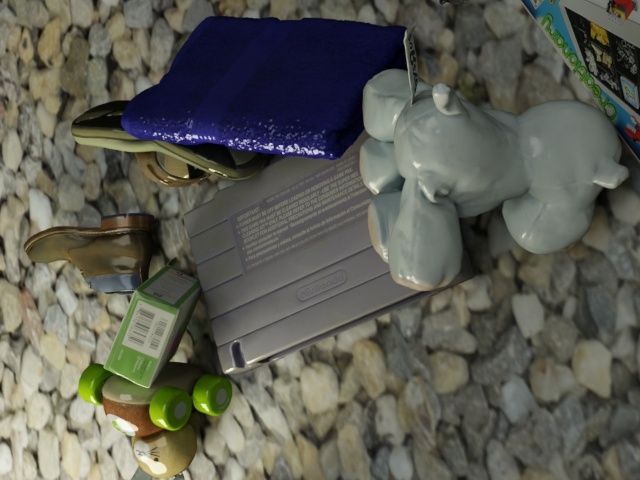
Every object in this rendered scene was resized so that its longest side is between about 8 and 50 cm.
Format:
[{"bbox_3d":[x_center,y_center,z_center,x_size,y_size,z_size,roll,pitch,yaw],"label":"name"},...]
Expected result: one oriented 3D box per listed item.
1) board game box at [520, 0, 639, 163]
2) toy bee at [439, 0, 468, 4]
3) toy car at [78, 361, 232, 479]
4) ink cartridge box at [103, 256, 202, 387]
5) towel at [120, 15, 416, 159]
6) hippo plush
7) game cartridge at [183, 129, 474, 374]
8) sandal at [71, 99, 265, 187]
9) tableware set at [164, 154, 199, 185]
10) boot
[{"bbox_3d":[0.320,-0.236,1.315,0.305,0.053,0.193,59,146,23],"label":"board game box"},{"bbox_3d":[0.027,-0.379,1.492,0.298,0.162,0.195,33,132,48],"label":"toy bee"},{"bbox_3d":[-0.212,0.255,1.639,0.155,0.149,0.188,11,104,35],"label":"toy car"},{"bbox_3d":[-0.201,0.099,1.630,0.062,0.209,0.109,24,102,1],"label":"ink cartridge box"},{"bbox_3d":[-0.059,-0.180,1.540,0.308,0.076,0.227,9,48,33],"label":"towel"},{"bbox_3d":[0.181,-0.099,1.347,0.234,0.237,0.294,-109,20,-49],"label":"hippo plush"},{"bbox_3d":[0.000,0.000,1.560,0.355,0.068,0.230,-25,68,30],"label":"game cartridge"},{"bbox_3d":[-0.191,-0.118,1.660,0.303,0.120,0.086,13,122,36],"label":"sandal"},{"bbox_3d":[-0.155,-0.157,1.701,0.141,0.020,0.168,-11,81,33],"label":"tableware set"},{"bbox_3d":[-0.320,0.032,1.759,0.219,0.082,0.106,-12,76,31],"label":"boot"}]
